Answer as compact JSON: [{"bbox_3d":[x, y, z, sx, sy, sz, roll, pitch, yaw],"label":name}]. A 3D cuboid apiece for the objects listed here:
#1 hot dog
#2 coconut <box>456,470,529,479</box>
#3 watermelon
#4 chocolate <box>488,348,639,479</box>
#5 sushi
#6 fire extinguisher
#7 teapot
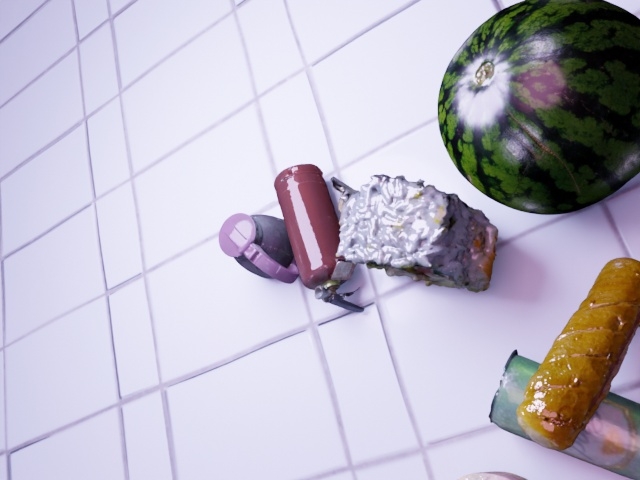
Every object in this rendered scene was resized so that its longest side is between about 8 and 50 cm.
[{"bbox_3d":[0.335,0.128,0.728,0.088,0.061,0.285,14,55,40],"label":"hot dog"},{"bbox_3d":[0.222,0.367,0.741,0.147,0.153,0.147,-9,72,27],"label":"coconut"},{"bbox_3d":[0.301,-0.174,0.775,0.285,0.285,0.284,-9,72,29],"label":"watermelon"},{"bbox_3d":[0.365,0.239,0.726,0.291,0.110,0.110,17,86,31],"label":"chocolate"},{"bbox_3d":[0.129,-0.011,0.881,0.274,0.184,0.139,9,81,34],"label":"sushi"},{"bbox_3d":[0.000,0.000,1.011,0.105,0.105,0.268,-30,61,21],"label":"fire extinguisher"},{"bbox_3d":[-0.111,0.018,1.041,0.116,0.146,0.148,-23,66,24],"label":"teapot"}]
